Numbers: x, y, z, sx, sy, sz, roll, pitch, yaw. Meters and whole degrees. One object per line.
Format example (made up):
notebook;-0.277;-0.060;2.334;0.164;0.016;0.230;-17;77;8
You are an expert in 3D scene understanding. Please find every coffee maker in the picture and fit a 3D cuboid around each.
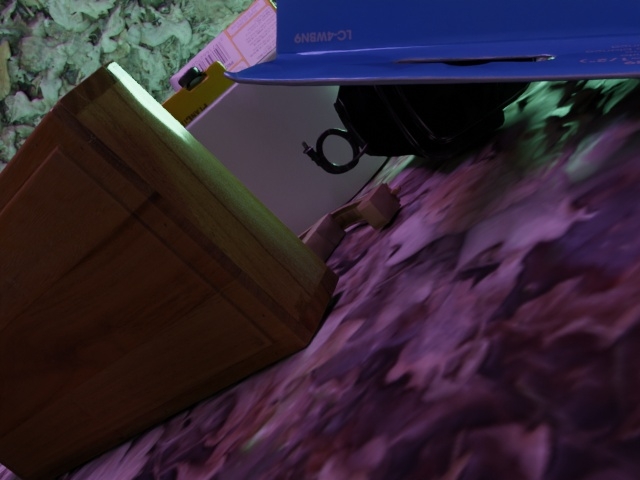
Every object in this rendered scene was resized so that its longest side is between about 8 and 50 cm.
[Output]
coffee maker;0.078;-0.116;0.626;0.171;0.120;0.178;-57;8;3

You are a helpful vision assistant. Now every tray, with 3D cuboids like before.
tray;-0.200;0.065;0.574;0.411;0.203;0.076;-33;19;40

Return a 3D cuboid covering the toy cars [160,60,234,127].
toy cars;-0.199;-0.058;1.028;0.087;0.177;0.393;149;127;-74

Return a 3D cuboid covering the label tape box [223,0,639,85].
label tape box;0.116;-0.198;0.456;0.249;0.115;0.347;3;29;22

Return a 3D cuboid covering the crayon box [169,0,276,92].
crayon box;-0.065;-0.181;1.092;0.203;0.322;0.083;-39;-26;12

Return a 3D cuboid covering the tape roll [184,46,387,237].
tape roll;-0.058;-0.106;0.860;0.246;0.169;0.246;-40;14;12

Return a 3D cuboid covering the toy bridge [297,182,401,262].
toy bridge;0.000;0.000;0.626;0.188;0.026;0.063;-33;12;39

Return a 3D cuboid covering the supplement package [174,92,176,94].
supplement package;-0.198;-0.172;1.403;0.244;0.139;0.133;83;-160;-62
